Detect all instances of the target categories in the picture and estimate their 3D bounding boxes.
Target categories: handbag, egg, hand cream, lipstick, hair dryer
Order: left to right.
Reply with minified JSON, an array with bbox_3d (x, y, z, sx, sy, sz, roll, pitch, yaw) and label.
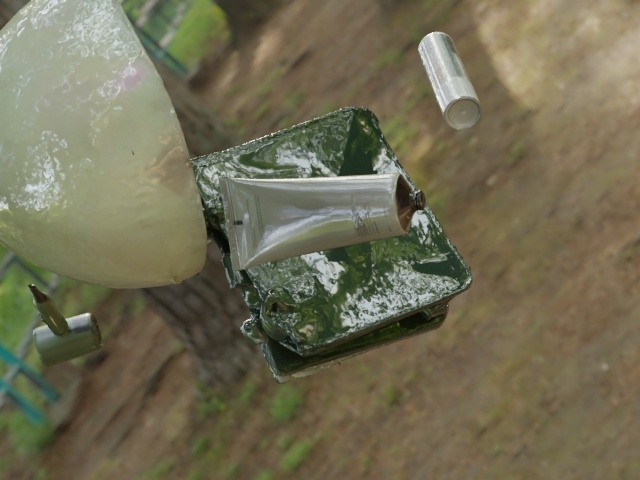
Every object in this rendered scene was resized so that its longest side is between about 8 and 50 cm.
[{"bbox_3d":[-0.297,0.084,1.826,0.071,0.150,0.047,-19,55,1],"label":"hair dryer"},{"bbox_3d":[-0.251,-0.080,1.597,0.201,0.337,0.337,-26,8,-16],"label":"egg"},{"bbox_3d":[0.001,-0.001,1.687,0.260,0.247,0.079,-17,-23,-36],"label":"handbag"},{"bbox_3d":[0.002,-0.024,1.462,0.186,0.087,0.054,-6,8,17],"label":"hand cream"},{"bbox_3d":[0.130,-0.164,1.666,0.040,0.040,0.141,-43,30,20],"label":"lipstick"}]
